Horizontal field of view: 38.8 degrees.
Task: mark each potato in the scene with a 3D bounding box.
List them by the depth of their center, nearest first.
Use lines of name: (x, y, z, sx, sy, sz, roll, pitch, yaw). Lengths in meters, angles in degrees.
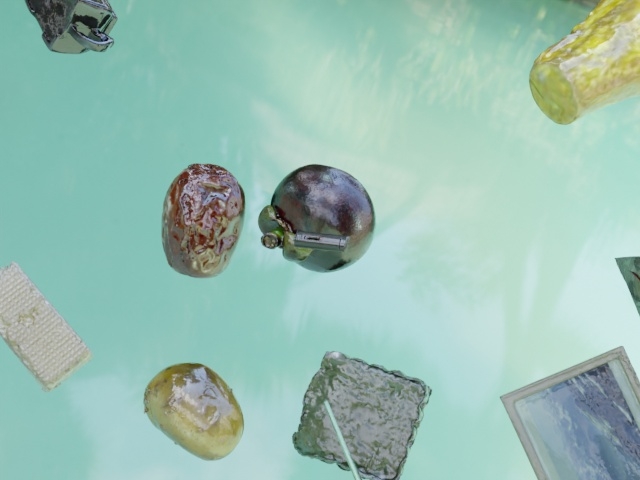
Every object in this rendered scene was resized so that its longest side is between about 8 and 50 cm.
potato: (-0.200, 0.266, 1.447, 0.176, 0.137, 0.137, 28, 23, 13)

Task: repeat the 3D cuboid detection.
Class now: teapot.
teapot: (-0.323, -0.310, 1.224, 0.096, 0.087, 0.177, 11, 38, -48)

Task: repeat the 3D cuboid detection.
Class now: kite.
kite: (0.477, 0.103, 1.212, 0.012, 0.229, 0.250, -25, 48, -12)

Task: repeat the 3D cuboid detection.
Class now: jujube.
jujube: (-0.257, -0.045, 1.982, 0.183, 0.243, 0.183, 10, 10, -2)

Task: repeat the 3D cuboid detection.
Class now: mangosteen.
mangosteen: (-0.003, -0.033, 1.708, 0.216, 0.216, 0.216, 18, 22, -7)

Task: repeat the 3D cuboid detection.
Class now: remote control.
remote control: (0.000, 0.000, 1.459, 0.091, 0.034, 0.016, 6, -27, 19)

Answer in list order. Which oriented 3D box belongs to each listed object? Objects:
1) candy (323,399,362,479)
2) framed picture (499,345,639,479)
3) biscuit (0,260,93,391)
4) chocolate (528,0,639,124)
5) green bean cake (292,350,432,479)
candy: (0.047, 0.324, 1.315, 0.061, 0.061, 0.202, -1, 58, -43)
framed picture: (0.509, 0.392, 1.656, 0.022, 0.247, 0.335, 35, 32, -83)
biscuit: (-0.522, 0.151, 1.626, 0.108, 0.062, 0.239, -40, 87, -22)
chocolate: (0.429, -0.276, 1.110, 0.445, 0.162, 0.162, -29, 46, -23)
green bean cake: (0.087, 0.378, 1.940, 0.255, 0.241, 0.132, 16, -4, 12)
